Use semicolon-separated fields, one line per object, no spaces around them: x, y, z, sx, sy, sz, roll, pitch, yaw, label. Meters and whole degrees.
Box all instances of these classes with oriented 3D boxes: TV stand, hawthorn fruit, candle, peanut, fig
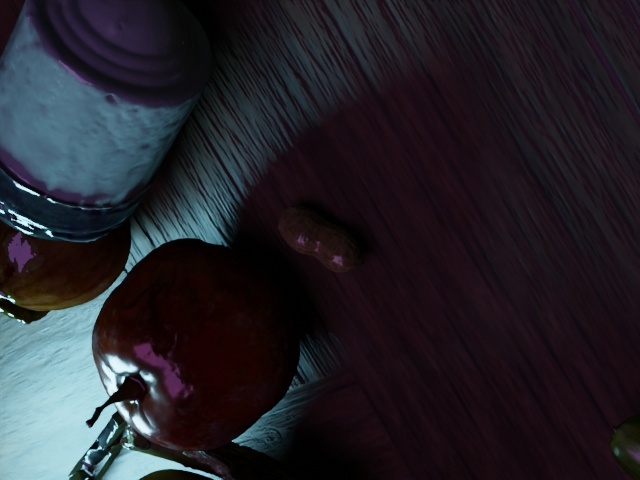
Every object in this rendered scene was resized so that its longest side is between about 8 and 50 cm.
-0.316;0.308;2.041;0.042;0.036;0.249;45;134;10;TV stand
-0.166;0.136;1.658;0.242;0.271;0.242;33;143;28;hawthorn fruit
-0.246;-0.168;1.583;0.221;0.221;0.342;45;134;9;candle
0.000;0.000;1.601;0.113;0.054;0.054;31;130;25;peanut
-0.332;0.007;1.768;0.205;0.205;0.205;19;125;29;fig

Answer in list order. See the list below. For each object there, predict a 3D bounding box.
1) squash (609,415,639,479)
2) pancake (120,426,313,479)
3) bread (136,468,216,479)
0.411;0.260;1.409;0.292;0.082;0.082;35;132;19;squash
-0.067;0.299;1.730;0.376;0.197;0.054;23;91;13;pancake
-0.114;0.451;1.775;0.376;0.253;0.348;36;175;15;bread
